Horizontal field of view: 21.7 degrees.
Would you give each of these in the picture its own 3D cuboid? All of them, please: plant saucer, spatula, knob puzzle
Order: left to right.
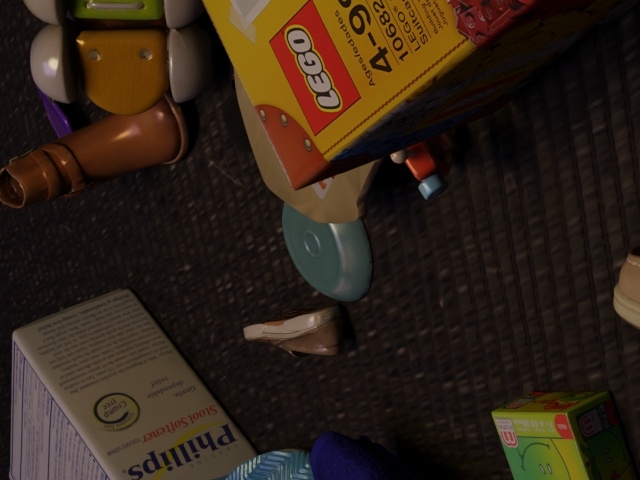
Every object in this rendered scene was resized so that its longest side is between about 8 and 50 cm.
[{"bbox_3d":[-0.264,-0.192,1.714,0.084,0.030,0.296,50,146,33],"label":"spatula"},{"bbox_3d":[-0.010,-0.098,1.301,0.213,0.030,0.213,42,145,39],"label":"knob puzzle"},{"bbox_3d":[0.000,0.000,1.416,0.119,0.021,0.119,37,138,43],"label":"plant saucer"}]

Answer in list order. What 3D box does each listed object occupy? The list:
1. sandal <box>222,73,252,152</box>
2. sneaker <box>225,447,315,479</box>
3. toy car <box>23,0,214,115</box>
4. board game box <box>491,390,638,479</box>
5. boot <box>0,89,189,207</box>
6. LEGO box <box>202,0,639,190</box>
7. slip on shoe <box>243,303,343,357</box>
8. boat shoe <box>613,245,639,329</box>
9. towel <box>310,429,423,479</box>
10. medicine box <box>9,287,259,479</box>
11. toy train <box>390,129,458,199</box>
[{"bbox_3d":[-0.052,-0.120,1.402,0.067,0.040,0.179,62,150,11],"label":"sandal"},{"bbox_3d":[-0.054,0.277,1.636,0.087,0.092,0.229,56,129,25],"label":"sneaker"},{"bbox_3d":[-0.173,-0.208,1.467,0.136,0.159,0.182,-86,-4,-51],"label":"toy car"},{"bbox_3d":[0.194,0.201,1.209,0.092,0.043,0.181,-9,101,60],"label":"board game box"},{"bbox_3d":[-0.218,-0.080,1.588,0.197,0.152,0.073,-29,84,61],"label":"boot"},{"bbox_3d":[0.024,-0.336,0.973,0.500,0.193,0.372,64,150,6],"label":"LEGO box"},{"bbox_3d":[-0.023,0.085,1.486,0.135,0.051,0.041,-14,95,53],"label":"slip on shoe"},{"bbox_3d":[0.277,0.001,0.879,0.302,0.109,0.098,-2,102,53],"label":"boat shoe"},{"bbox_3d":[0.112,0.291,1.338,0.308,0.076,0.227,32,147,58],"label":"towel"},{"bbox_3d":[-0.205,0.251,1.796,0.289,0.149,0.263,48,145,30],"label":"medicine box"},{"bbox_3d":[0.059,-0.103,1.181,0.166,0.046,0.125,59,-167,18],"label":"toy train"}]
